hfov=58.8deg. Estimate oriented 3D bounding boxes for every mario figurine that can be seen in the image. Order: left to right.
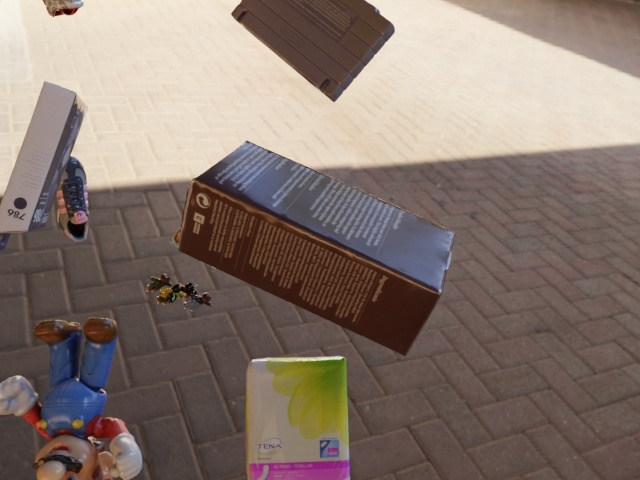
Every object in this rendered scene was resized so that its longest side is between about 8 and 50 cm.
[{"bbox_3d":[-0.386,0.279,0.868,0.198,0.320,0.170,-16,-19,39],"label":"mario figurine"}]

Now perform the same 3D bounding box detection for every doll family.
[{"bbox_3d":[-0.395,0.150,1.609,0.193,0.111,0.075,15,54,-40],"label":"doll family"}]

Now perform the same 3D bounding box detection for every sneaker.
[{"bbox_3d":[-0.669,-0.612,1.359,0.270,0.144,0.090,14,32,33],"label":"sneaker"},{"bbox_3d":[-0.812,-0.131,1.886,0.112,0.318,0.131,-22,56,-33],"label":"sneaker"}]

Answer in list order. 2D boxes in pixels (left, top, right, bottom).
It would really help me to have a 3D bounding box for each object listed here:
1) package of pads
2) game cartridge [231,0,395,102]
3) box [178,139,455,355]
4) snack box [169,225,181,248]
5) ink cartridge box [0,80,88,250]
[{"bbox_3d":[-0.053,0.410,1.266,0.229,0.296,0.101,-1,-11,0],"label":"package of pads"},{"bbox_3d":[-0.020,-0.525,1.363,0.355,0.230,0.068,44,2,16],"label":"game cartridge"},{"bbox_3d":[0.000,0.000,0.880,0.382,0.143,0.191,24,32,7],"label":"box"},{"bbox_3d":[-0.292,-0.089,1.681,0.187,0.060,0.321,22,75,42],"label":"snack box"},{"bbox_3d":[-0.530,-0.122,1.068,0.065,0.332,0.165,21,-1,-16],"label":"ink cartridge box"}]
